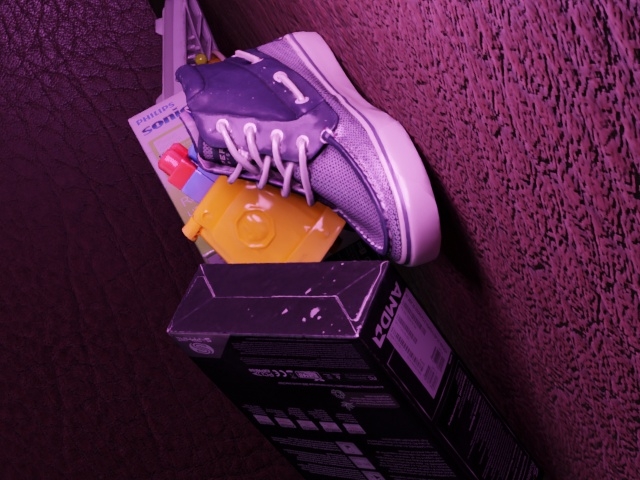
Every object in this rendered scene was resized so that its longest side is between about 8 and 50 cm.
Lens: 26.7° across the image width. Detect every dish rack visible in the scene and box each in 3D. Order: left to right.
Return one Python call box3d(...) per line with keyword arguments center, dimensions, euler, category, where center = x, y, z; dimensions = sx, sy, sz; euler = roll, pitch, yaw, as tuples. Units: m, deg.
box3d(center=(-0.208, -0.230, 2.241), dimensions=(0.285, 0.072, 0.333), euler=(69, -169, -48), category="dish rack")

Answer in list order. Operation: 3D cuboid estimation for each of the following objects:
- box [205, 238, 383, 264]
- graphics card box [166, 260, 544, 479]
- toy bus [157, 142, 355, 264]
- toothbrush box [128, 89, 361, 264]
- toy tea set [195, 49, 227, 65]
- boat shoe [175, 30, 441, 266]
box3d(center=(-0.036, 0.037, 1.798), dimensions=(0.108, 0.207, 0.153), euler=(64, 174, -29), category="box")
box3d(center=(0.043, 0.165, 1.338), dimensions=(0.232, 0.094, 0.371), euler=(-2, 141, 38), category="graphics card box")
box3d(center=(-0.065, -0.046, 1.435), dimensions=(0.211, 0.149, 0.220), euler=(36, -163, -1), category="toy bus")
box3d(center=(-0.093, -0.084, 1.730), dimensions=(0.283, 0.206, 0.122), euler=(58, 174, 42), category="toothbrush box")
box3d(center=(-0.127, -0.133, 2.153), dimensions=(0.200, 0.124, 0.336), euler=(44, 164, 46), category="toy tea set")
box3d(center=(-0.024, -0.073, 1.239), dimensions=(0.340, 0.158, 0.127), euler=(-125, 24, -51), category="boat shoe")
